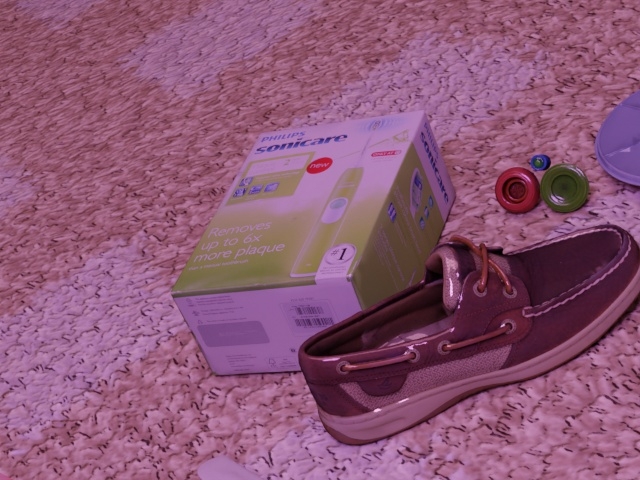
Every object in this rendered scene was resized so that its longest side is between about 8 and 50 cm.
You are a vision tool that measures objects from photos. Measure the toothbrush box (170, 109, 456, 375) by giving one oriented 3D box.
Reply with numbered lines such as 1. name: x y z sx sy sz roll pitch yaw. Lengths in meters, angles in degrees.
1. toothbrush box: 0.000 0.000 1.518 0.206 0.122 0.283 -5 35 27

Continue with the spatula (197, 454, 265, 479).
1. spatula: -0.085 0.256 1.250 0.168 0.019 0.242 -12 23 -36

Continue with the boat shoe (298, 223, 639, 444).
1. boat shoe: 0.138 0.060 1.334 0.342 0.123 0.123 -25 32 -1

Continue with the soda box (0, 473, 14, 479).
1. soda box: -0.263 0.277 1.347 0.183 0.058 0.063 12 47 45

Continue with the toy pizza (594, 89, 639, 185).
1. toy pizza: 0.386 -0.112 1.507 0.201 0.032 0.201 -17 34 12

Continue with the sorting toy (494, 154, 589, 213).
1. sorting toy: 0.235 -0.060 1.524 0.102 0.061 0.042 -1 4 22
